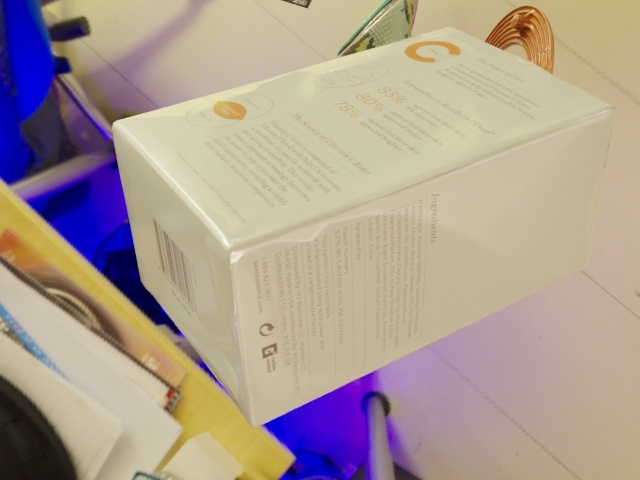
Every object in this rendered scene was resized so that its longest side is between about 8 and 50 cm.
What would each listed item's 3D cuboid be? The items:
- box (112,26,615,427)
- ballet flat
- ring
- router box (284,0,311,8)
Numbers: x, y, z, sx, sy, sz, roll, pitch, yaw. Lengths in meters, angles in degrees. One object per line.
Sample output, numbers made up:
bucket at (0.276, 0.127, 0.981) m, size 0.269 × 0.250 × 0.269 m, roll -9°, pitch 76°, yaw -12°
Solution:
box at (0.036, -0.034, 0.724) m, size 0.215 × 0.345 × 0.168 m, roll 43°, pitch 145°, yaw 45°
ballet flat at (0.029, -0.160, 0.865) m, size 0.221 × 0.077 × 0.079 m, roll -40°, pitch 86°, yaw -2°
ring at (0.256, -0.195, 1.317) m, size 0.032 × 0.336 × 0.337 m, roll 15°, pitch 95°, yaw -13°
router box at (-0.076, -0.327, 1.040) m, size 0.092 × 0.122 × 0.038 m, roll 53°, pitch 126°, yaw 47°
